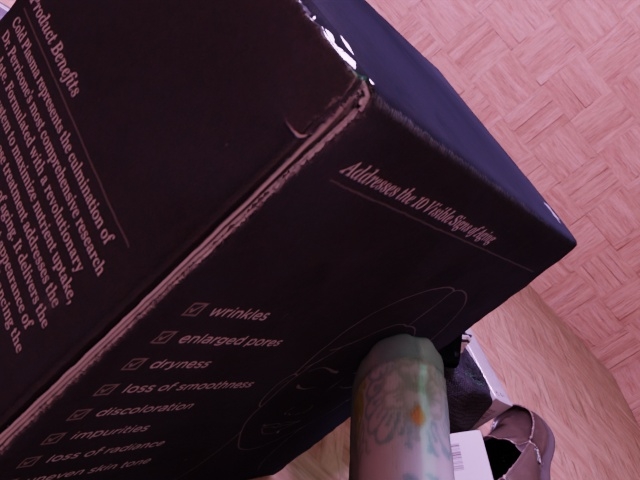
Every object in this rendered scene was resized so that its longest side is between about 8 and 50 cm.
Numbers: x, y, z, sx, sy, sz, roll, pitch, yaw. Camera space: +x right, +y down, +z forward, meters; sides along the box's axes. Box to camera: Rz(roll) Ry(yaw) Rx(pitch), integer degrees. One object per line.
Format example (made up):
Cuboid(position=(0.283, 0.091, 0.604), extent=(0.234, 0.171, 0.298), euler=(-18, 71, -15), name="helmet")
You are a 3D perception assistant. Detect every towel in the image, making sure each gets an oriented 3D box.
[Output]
Cuboid(position=(0.076, 0.319, 0.630), extent=(0.374, 0.090, 0.320), euler=(88, 0, -47), name="towel")

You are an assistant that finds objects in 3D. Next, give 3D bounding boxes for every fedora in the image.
Cuboid(position=(0.205, 0.262, 1.262), extent=(0.334, 0.152, 0.334), euler=(42, 22, -21), name="fedora")

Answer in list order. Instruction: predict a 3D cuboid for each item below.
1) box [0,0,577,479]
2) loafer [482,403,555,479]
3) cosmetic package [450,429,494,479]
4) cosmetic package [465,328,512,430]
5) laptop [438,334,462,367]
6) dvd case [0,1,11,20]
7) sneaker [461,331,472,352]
Cuboid(position=(-0.081, 0.006, 0.647), extent=(0.480, 0.472, 0.297), euler=(17, 38, -57), name="box")
Cuboid(position=(0.389, 0.427, 1.381), extent=(0.130, 0.134, 0.366), euler=(49, 20, -4), name="loafer")
Cuboid(position=(0.200, 0.464, 0.806), extent=(0.377, 0.097, 0.284), euler=(-86, 164, -62), name="cosmetic package")
Cuboid(position=(0.305, 0.283, 1.490), extent=(0.085, 0.117, 0.231), euler=(30, 29, -44), name="cosmetic package")
Cuboid(position=(0.087, -0.022, 1.081), extent=(0.382, 0.236, 0.407), euler=(24, 72, -63), name="laptop")
Cuboid(position=(-0.478, -0.296, 1.009), extent=(0.164, 0.018, 0.221), euler=(29, 28, -44), name="dvd case")
Cuboid(position=(0.233, 0.151, 1.240), extent=(0.109, 0.043, 0.040), euler=(51, 27, 23), name="sneaker")
